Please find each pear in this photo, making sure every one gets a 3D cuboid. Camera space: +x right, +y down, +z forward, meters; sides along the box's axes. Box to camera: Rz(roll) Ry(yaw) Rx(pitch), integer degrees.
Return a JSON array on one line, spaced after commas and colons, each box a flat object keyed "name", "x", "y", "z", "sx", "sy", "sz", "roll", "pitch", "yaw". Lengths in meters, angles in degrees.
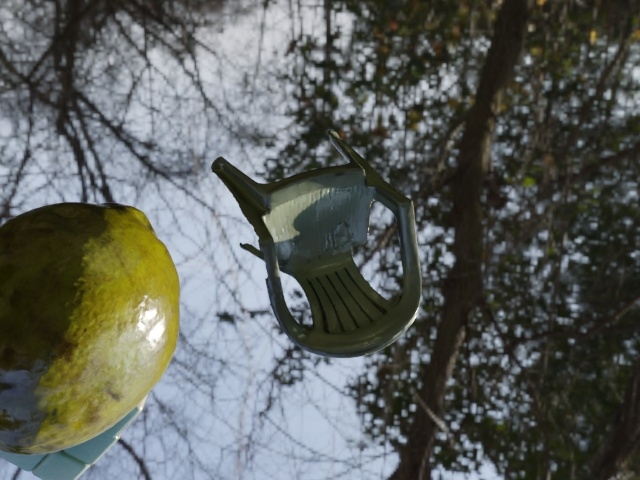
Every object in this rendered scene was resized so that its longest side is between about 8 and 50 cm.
[{"name": "pear", "x": -0.394, "y": 0.120, "z": 1.372, "sx": 0.352, "sy": 0.352, "sz": 0.413, "roll": 9, "pitch": -137, "yaw": 27}]

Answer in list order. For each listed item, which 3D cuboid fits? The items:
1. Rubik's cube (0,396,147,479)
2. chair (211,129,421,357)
[{"name": "Rubik's cube", "x": -0.519, "y": 0.236, "z": 1.776, "sx": 0.322, "sy": 0.316, "sz": 0.319, "roll": 34, "pitch": -150, "yaw": -16}, {"name": "chair", "x": 0.000, "y": 0.000, "z": 1.157, "sx": 0.203, "sy": 0.190, "sz": 0.275, "roll": -14, "pitch": -152, "yaw": -17}]
